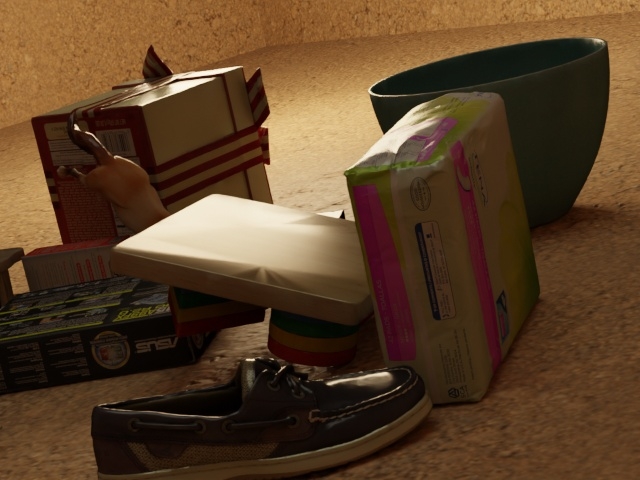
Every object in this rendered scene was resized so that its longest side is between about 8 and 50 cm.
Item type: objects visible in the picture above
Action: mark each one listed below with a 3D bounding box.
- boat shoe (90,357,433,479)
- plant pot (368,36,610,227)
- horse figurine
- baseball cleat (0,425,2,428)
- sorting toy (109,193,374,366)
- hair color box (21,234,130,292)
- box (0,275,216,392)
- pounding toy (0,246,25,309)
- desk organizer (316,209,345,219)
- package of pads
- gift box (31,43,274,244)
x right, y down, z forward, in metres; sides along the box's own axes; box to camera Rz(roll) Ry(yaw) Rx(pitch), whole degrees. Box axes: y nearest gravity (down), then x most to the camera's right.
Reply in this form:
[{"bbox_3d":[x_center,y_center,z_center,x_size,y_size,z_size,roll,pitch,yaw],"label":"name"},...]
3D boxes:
[{"bbox_3d":[-0.050,0.143,1.307,0.285,0.092,0.103,-14,13,-4],"label":"boat shoe"},{"bbox_3d":[0.220,-0.119,1.933,0.290,0.195,0.290,-12,14,3],"label":"plant pot"},{"bbox_3d":[-0.241,-0.047,2.036,0.066,0.263,0.174,-46,21,-23],"label":"horse figurine"},{"bbox_3d":[-0.381,0.181,1.560,0.109,0.072,0.206,-31,13,-15],"label":"baseball cleat"},{"bbox_3d":[-0.047,0.044,1.621,0.257,0.089,0.255,12,18,17],"label":"sorting toy"},{"bbox_3d":[-0.306,0.040,2.039,0.141,0.072,0.043,-7,14,20],"label":"hair color box"},{"bbox_3d":[-0.246,0.095,1.775,0.270,0.060,0.216,-10,14,12],"label":"box"},{"bbox_3d":[-0.508,0.036,2.057,0.269,0.155,0.154,-5,11,28],"label":"pounding toy"},{"bbox_3d":[0.000,0.000,1.971,0.050,0.047,0.130,-8,14,11],"label":"desk organizer"},{"bbox_3d":[0.118,-0.005,1.475,0.101,0.229,0.296,-8,13,19],"label":"package of pads"},{"bbox_3d":[-0.221,-0.129,2.250,0.255,0.276,0.258,3,19,36],"label":"gift box"}]
